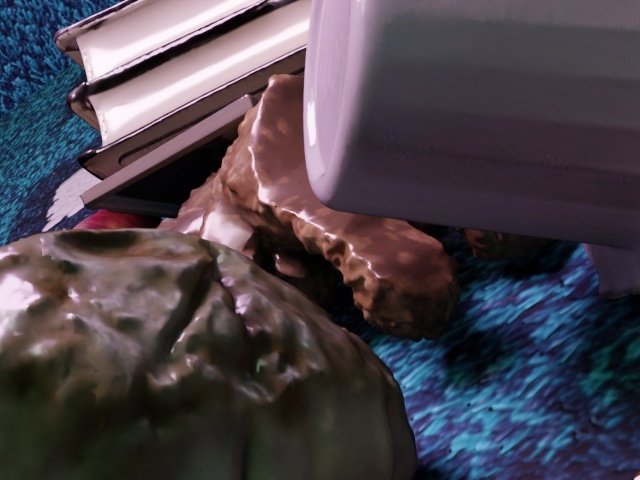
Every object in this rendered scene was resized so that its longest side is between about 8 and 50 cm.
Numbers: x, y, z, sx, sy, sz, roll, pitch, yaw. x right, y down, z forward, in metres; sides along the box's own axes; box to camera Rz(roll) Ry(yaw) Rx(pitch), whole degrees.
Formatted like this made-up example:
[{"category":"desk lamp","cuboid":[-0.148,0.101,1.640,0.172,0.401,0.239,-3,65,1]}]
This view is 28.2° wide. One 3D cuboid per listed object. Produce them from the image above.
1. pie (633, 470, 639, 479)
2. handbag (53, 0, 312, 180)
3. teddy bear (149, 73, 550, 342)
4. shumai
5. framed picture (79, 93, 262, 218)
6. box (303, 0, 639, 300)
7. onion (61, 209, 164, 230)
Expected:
[{"category":"pie","cuboid":[0.201,0.168,0.420,0.274,0.105,0.257,-18,45,49]},{"category":"handbag","cuboid":[-0.033,-0.165,1.181,0.358,0.237,0.160,-23,64,14]},{"category":"teddy bear","cuboid":[0.007,0.007,0.975,0.246,0.222,0.296,-32,54,-33]},{"category":"shumai","cuboid":[-0.059,0.177,0.659,0.288,0.330,0.292,44,123,50]},{"category":"framed picture","cuboid":[-0.065,-0.064,1.149,0.192,0.018,0.265,-26,-15,27]},{"category":"box","cuboid":[0.100,-0.121,0.770,0.291,0.206,0.262,-99,16,-48]},{"category":"onion","cuboid":[-0.225,0.071,1.194,0.248,0.161,0.248,-28,10,5]}]
